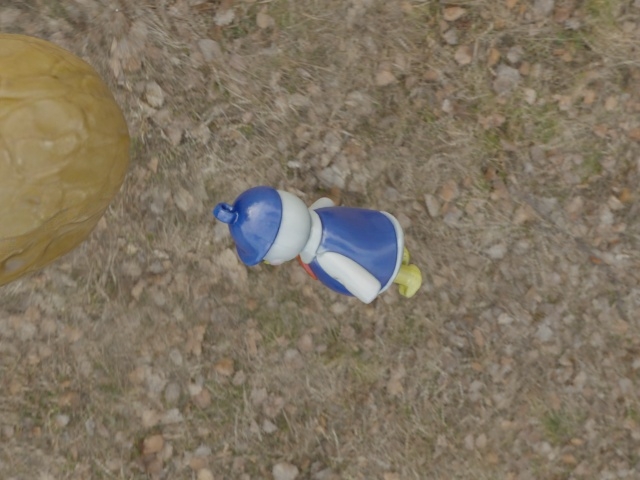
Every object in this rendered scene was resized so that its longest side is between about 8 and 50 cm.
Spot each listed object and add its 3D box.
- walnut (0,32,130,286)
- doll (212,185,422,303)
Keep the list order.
[{"bbox_3d":[-0.221,-0.047,0.491,0.197,0.165,0.165,-24,114,-41],"label":"walnut"},{"bbox_3d":[0.000,0.000,0.472,0.143,0.099,0.057,16,118,-33],"label":"doll"}]
